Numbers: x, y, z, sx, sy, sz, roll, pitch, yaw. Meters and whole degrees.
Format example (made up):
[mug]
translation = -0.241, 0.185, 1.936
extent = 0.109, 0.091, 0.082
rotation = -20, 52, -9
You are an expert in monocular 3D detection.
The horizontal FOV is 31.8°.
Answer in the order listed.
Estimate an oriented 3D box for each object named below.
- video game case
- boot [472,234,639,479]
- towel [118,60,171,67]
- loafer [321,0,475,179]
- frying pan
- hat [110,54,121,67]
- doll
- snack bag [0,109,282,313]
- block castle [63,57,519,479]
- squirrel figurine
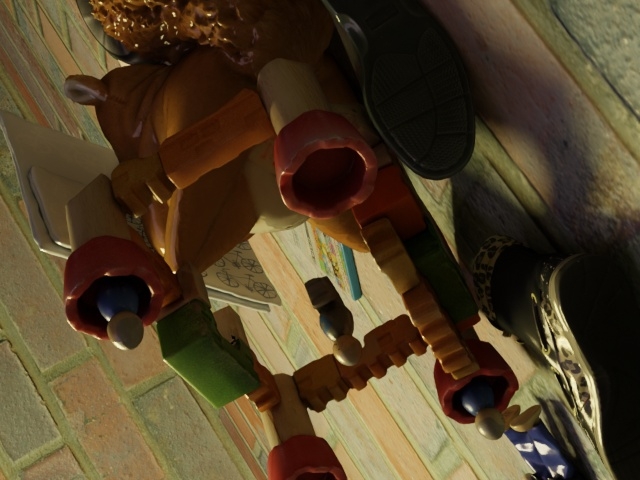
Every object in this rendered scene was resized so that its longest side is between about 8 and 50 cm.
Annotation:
[video game case]
translation = 0.000, 0.000, 1.605
extent = 0.166, 0.015, 0.119
rotation = 43, 154, 45
[boot]
translation = 0.230, 0.104, 1.021
extent = 0.236, 0.085, 0.178
rotation = 67, 166, -17
[towel]
translation = -0.170, -0.216, 1.547
extent = 0.317, 0.053, 0.331
rotation = 2, 122, 52
[loafer]
translation = 0.070, -0.174, 1.053
extent = 0.267, 0.096, 0.084
rotation = 65, -177, 11
[frying pan]
translation = -0.231, -0.311, 1.452
extent = 0.326, 0.053, 0.197
rotation = 7, 126, 52
[hat]
translation = -0.324, -0.292, 1.722
extent = 0.208, 0.183, 0.173
rotation = 24, 150, 39
[doll]
translation = 0.259, 0.267, 1.237
extent = 0.189, 0.046, 0.129
rotation = 57, 154, -8
[snack bag]
translation = -0.236, -0.044, 1.444
extent = 0.037, 0.323, 0.342
rotation = -59, 36, 19
[block castle]
translation = -0.010, 0.077, 1.091
extent = 0.453, 0.303, 0.213
rotation = 53, -170, -43
[squirrel figurine]
translation = -0.137, -0.179, 1.306
extent = 0.370, 0.281, 0.397
rotation = 29, 127, 50
